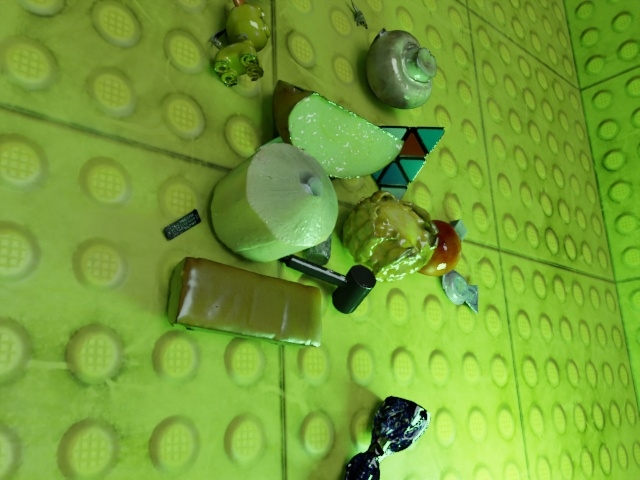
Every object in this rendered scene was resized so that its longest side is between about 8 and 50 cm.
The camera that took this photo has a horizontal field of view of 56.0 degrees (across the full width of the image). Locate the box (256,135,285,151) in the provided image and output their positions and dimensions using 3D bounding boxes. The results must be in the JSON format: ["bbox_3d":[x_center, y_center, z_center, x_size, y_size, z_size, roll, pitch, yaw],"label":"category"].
[{"bbox_3d":[-0.083,-0.167,1.465,0.090,0.024,0.167,-41,105,-45],"label":"box"}]

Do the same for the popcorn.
[{"bbox_3d":[0.174,-0.005,1.548,0.250,0.190,0.250,6,75,-23],"label":"popcorn"}]

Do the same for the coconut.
[{"bbox_3d":[-0.088,-0.082,1.274,0.239,0.244,0.239,18,64,-41],"label":"coconut"}]

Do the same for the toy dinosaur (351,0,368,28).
[{"bbox_3d":[0.115,-0.687,1.833,0.113,0.026,0.041,46,42,-36],"label":"toy dinosaur"}]

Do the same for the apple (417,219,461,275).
[{"bbox_3d":[0.314,0.023,1.695,0.139,0.163,0.163,-17,89,-43],"label":"apple"}]

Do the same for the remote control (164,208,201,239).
[{"bbox_3d":[-0.283,-0.032,1.229,0.091,0.016,0.034,-39,120,-44],"label":"remote control"}]

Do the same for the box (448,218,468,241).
[{"bbox_3d":[0.392,0.013,1.859,0.055,0.040,0.218,56,46,-17],"label":"box"}]

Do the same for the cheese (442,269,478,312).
[{"bbox_3d":[0.431,0.152,1.848,0.191,0.042,0.105,27,61,-39],"label":"cheese"}]

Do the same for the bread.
[{"bbox_3d":[-0.150,0.137,1.260,0.361,0.077,0.138,18,65,-40],"label":"bread"}]

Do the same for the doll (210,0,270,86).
[{"bbox_3d":[-0.184,-0.480,1.419,0.143,0.135,0.220,56,28,-63],"label":"doll"}]

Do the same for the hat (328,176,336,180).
[{"bbox_3d":[0.008,-0.182,1.556,0.087,0.042,0.058,14,38,-8],"label":"hat"}]

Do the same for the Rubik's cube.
[{"bbox_3d":[0.185,-0.206,1.710,0.250,0.284,0.234,2,97,-19],"label":"Rubik's cube"}]

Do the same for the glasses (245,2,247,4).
[{"bbox_3d":[-0.198,-0.669,1.502,0.255,0.095,0.162,30,30,-33],"label":"glasses"}]

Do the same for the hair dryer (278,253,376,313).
[{"bbox_3d":[0.000,0.092,1.427,0.248,0.114,0.070,20,37,-18],"label":"hair dryer"}]

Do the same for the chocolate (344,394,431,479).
[{"bbox_3d":[0.128,0.509,1.393,0.343,0.126,0.148,-48,148,-35],"label":"chocolate"}]

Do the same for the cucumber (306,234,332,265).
[{"bbox_3d":[0.000,0.002,1.463,0.064,0.064,0.112,29,54,-35],"label":"cucumber"}]

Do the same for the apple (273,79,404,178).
[{"bbox_3d":[0.028,-0.274,1.491,0.346,0.179,0.254,18,59,-33],"label":"apple"}]

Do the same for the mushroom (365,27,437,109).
[{"bbox_3d":[0.239,-0.513,1.791,0.255,0.184,0.254,-1,91,-43],"label":"mushroom"}]
